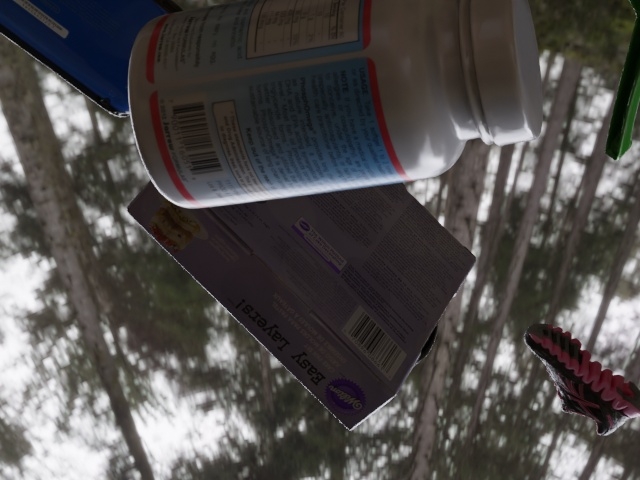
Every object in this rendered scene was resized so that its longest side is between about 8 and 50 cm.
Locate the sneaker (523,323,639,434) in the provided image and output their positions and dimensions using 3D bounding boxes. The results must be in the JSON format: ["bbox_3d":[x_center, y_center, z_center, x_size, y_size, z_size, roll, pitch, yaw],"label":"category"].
[{"bbox_3d":[0.215,0.121,1.117,0.119,0.057,0.047,40,-148,2],"label":"sneaker"}]

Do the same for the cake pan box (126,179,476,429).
[{"bbox_3d":[0.000,0.000,1.113,0.267,0.070,0.246,44,-145,-4],"label":"cake pan box"}]

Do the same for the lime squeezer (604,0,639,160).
[{"bbox_3d":[0.182,-0.167,0.830,0.110,0.310,0.059,-32,-124,10],"label":"lime squeezer"}]

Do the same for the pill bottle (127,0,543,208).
[{"bbox_3d":[0.008,-0.064,0.550,0.160,0.087,0.087,-6,-121,18],"label":"pill bottle"}]

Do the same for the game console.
[{"bbox_3d":[-0.322,-0.281,1.504,0.293,0.173,0.250,36,-128,-21],"label":"game console"}]
